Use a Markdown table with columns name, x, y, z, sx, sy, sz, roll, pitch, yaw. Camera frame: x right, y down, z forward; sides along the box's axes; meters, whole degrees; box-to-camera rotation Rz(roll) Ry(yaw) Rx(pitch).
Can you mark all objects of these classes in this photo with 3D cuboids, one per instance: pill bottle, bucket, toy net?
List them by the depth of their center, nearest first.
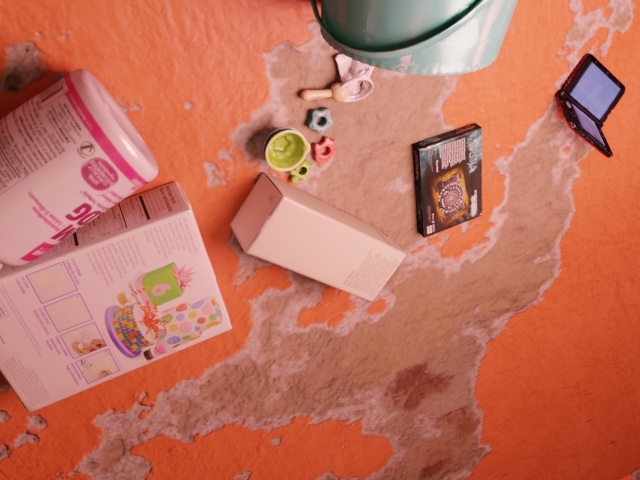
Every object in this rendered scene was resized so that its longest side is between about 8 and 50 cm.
| name | x | y | z | sx | sy | sz | roll | pitch | yaw |
| --- | --- | --- | --- | --- | --- | --- | --- | --- | --- |
| pill bottle | -0.361 | -0.070 | 0.828 | 0.283 | 0.160 | 0.160 | -34 | 130 | -2 |
| bucket | 0.123 | -0.337 | 0.829 | 0.281 | 0.281 | 0.183 | -11 | 130 | -20 |
| toy net | 0.017 | -0.186 | 1.012 | 0.232 | 0.045 | 0.122 | -45 | 129 | 6 |

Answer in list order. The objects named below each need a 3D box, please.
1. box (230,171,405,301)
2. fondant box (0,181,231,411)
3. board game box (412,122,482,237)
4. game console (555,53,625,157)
| name | x | y | z | sx | sy | sz | roll | pitch | yaw |
| --- | --- | --- | --- | --- | --- | --- | --- | --- | --- |
| box | 0.000 | 0.000 | 1.096 | 0.275 | 0.094 | 0.113 | 26 | 107 | -36 |
| fondant box | -0.323 | 0.084 | 0.991 | 0.330 | 0.096 | 0.238 | -21 | 128 | -12 |
| board game box | 0.228 | -0.104 | 1.184 | 0.126 | 0.026 | 0.186 | -20 | 127 | -14 |
| game console | 0.497 | -0.237 | 1.195 | 0.144 | 0.124 | 0.085 | 23 | 135 | -35 |
